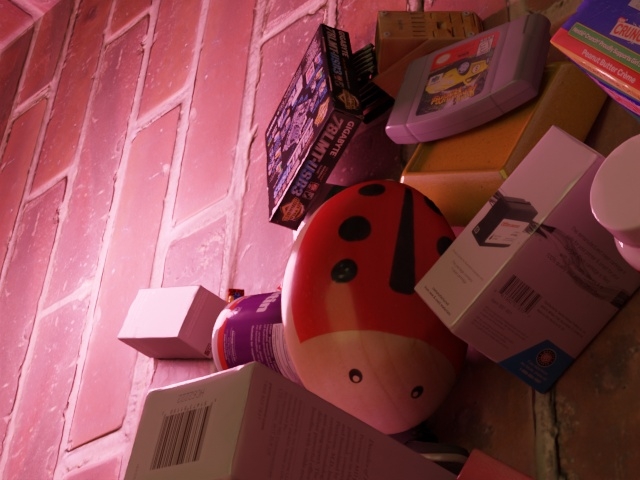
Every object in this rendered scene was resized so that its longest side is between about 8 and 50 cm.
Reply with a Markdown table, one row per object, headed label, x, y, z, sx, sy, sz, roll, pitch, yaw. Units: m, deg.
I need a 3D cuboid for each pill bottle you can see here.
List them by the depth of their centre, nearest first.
| label | x | y | z | sx | sy | sz | roll | pitch | yaw |
| --- | --- | --- | --- | --- | --- | --- | --- | --- | --- |
| pill bottle | 0.465 | -0.004 | 1.420 | 0.161 | 0.283 | 0.161 | -31 | 41 | 32 |
| pill bottle | -0.027 | 0.171 | 1.969 | 0.323 | 0.181 | 0.181 | -11 | 54 | 46 |

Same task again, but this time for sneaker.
| label | x | y | z | sx | sy | sz | roll | pitch | yaw |
| --- | --- | --- | --- | --- | --- | --- | --- | --- | --- |
| sneaker | 0.144 | 0.293 | 1.744 | 0.222 | 0.083 | 0.118 | -10 | 54 | 48 |

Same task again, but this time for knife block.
| label | x | y | z | sx | sy | sz | roll | pitch | yaw |
| --- | --- | --- | --- | --- | --- | --- | --- | --- | --- |
| knife block | 0.171 | -0.330 | 2.254 | 0.275 | 0.242 | 0.088 | -1 | 50 | -3 |

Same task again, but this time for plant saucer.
| label | x | y | z | sx | sy | sz | roll | pitch | yaw |
| --- | --- | --- | --- | --- | --- | --- | --- | --- | --- |
| plant saucer | 0.287 | -0.176 | 1.921 | 0.332 | 0.081 | 0.333 | 2 | 54 | 51 |

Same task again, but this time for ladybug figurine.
| label | x | y | z | sx | sy | sz | roll | pitch | yaw |
| --- | --- | --- | --- | --- | --- | --- | --- | --- | --- |
| ladybug figurine | 0.099 | 0.072 | 1.766 | 0.162 | 0.305 | 0.449 | 118 | 160 | -52 |

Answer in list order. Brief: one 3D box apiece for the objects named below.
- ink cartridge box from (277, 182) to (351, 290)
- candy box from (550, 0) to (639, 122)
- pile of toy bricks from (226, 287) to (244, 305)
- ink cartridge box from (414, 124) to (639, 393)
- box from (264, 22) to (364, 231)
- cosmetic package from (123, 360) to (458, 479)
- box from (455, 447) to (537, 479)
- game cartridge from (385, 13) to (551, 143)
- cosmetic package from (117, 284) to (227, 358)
| label | x | y | z | sx | sy | sz | roll | pitch | yaw |
| --- | --- | --- | --- | --- | --- | --- | --- | --- | --- |
| ink cartridge box | 0.000 | 0.000 | 2.196 | 0.181 | 0.056 | 0.225 | 14 | 72 | 55 |
| candy box | 0.493 | -0.177 | 1.502 | 0.122 | 0.317 | 0.268 | -49 | 34 | 9 |
| pile of toy bricks | -0.142 | 0.205 | 2.173 | 0.105 | 0.118 | 0.212 | 133 | 140 | -66 |
| ink cartridge box | 0.321 | 0.030 | 1.623 | 0.307 | 0.223 | 0.129 | -50 | 34 | 8 |
| box | -0.021 | -0.221 | 2.230 | 0.293 | 0.073 | 0.295 | -98 | 31 | -48 |
| cosmetic package | -0.015 | 0.342 | 1.566 | 0.230 | 0.453 | 0.161 | -19 | 48 | 41 |
| box | 0.279 | 0.378 | 1.448 | 0.232 | 0.148 | 0.127 | 20 | 77 | 54 |
| game cartridge | 0.245 | -0.265 | 1.952 | 0.294 | 0.060 | 0.196 | -17 | 44 | 39 |
| cosmetic package | -0.302 | 0.170 | 2.378 | 0.238 | 0.107 | 0.127 | -11 | 51 | 50 |
